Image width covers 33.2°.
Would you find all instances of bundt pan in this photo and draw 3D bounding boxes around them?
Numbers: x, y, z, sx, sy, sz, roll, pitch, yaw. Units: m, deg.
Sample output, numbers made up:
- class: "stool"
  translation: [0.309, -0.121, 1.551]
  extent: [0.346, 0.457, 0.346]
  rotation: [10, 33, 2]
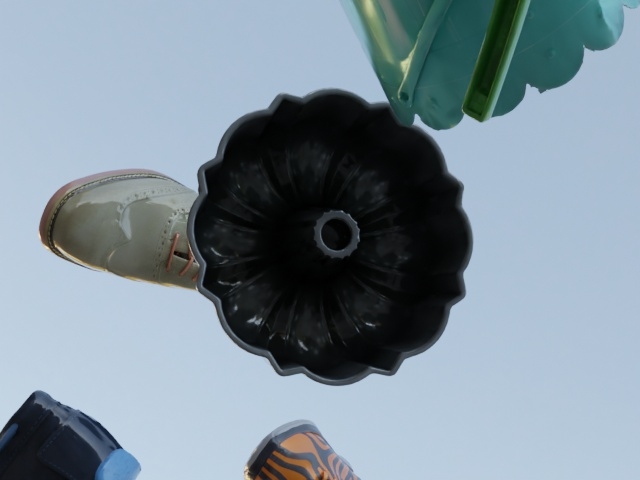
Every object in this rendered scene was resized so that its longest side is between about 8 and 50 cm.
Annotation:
- class: "bundt pan"
  translation: [0.000, 0.000, 1.219]
  extent: [0.331, 0.331, 0.124]
  rotation: [36, -16, -10]

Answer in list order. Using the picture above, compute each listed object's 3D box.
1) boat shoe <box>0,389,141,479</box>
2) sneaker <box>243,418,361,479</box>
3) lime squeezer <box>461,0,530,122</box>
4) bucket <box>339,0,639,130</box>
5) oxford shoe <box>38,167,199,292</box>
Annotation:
- class: "boat shoe"
  translation: [-0.211, 0.165, 0.662]
  extent: [0.258, 0.109, 0.089]
  rotation: [-38, -84, 25]
- class: "sneaker"
  translation: [0.027, 0.361, 1.496]
  extent: [0.180, 0.124, 0.321]
  rotation: [36, -2, 34]
- class: "lime squeezer"
  translation: [0.083, -0.174, 0.402]
  extent: [0.059, 0.110, 0.310]
  rotation: [17, -27, 22]
- class: "bucket"
  translation: [0.141, -0.258, 0.994]
  extent: [0.281, 0.281, 0.183]
  rotation: [-18, -56, 29]
- class: "oxford shoe"
  translation: [-0.168, 0.001, 1.376]
  extent: [0.146, 0.397, 0.140]
  rotation: [29, -75, 41]
